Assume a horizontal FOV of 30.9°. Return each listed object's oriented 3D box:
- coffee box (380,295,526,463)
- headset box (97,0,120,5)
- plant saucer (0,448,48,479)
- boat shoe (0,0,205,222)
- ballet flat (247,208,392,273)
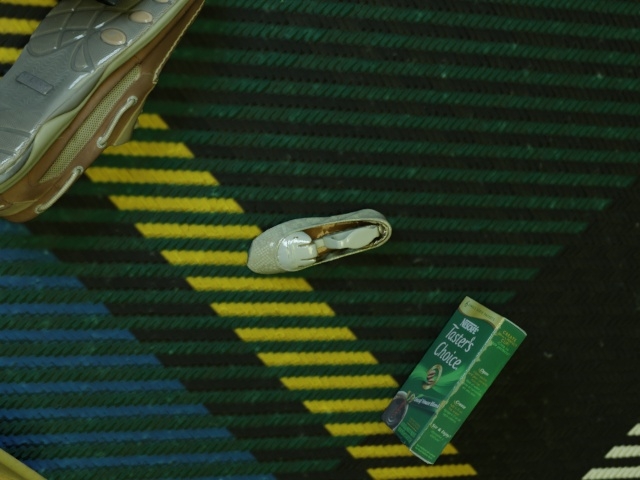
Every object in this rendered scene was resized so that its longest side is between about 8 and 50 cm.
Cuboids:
[{"bbox_3d":[0.150,0.157,1.338,0.040,0.113,0.184,36,91,-19],"label":"coffee box"},{"bbox_3d":[-0.253,-0.377,1.029,0.283,0.131,0.246,24,94,-47],"label":"headset box"},{"bbox_3d":[-0.482,0.261,1.095,0.333,0.081,0.333,-44,131,-5],"label":"plant saucer"},{"bbox_3d":[-0.233,-0.151,1.153,0.324,0.123,0.116,-46,145,-13],"label":"boat shoe"},{"bbox_3d":[0.000,0.000,1.283,0.168,0.052,0.057,-18,107,-13],"label":"ballet flat"}]
